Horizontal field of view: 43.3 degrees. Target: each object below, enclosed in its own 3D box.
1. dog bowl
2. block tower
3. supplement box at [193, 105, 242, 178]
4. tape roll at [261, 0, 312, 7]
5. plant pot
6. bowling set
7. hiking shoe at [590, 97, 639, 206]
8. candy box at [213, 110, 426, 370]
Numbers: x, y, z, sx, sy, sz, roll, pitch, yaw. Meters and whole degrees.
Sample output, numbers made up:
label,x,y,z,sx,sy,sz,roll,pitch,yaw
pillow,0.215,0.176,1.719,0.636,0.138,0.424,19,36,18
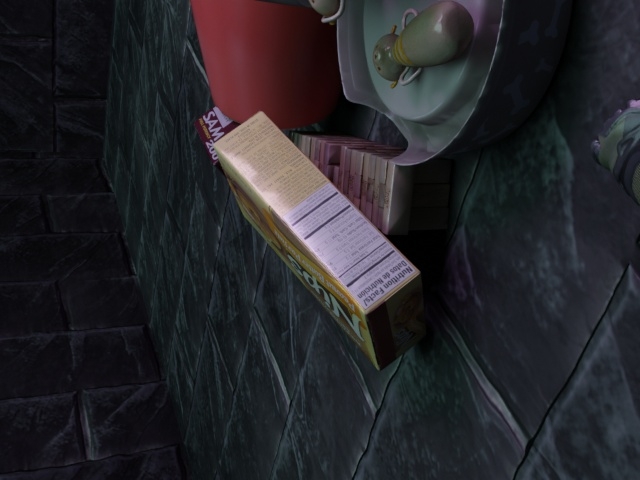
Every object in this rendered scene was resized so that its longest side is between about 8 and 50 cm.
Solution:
label,x,y,z,sx,sy,sz,roll,pitch,yaw
dog bowl,0.135,-0.255,0.877,0.348,0.102,0.349,177,90,-67
block tower,0.057,-0.087,1.089,0.335,0.097,0.091,-148,58,-64
supplement box,-0.092,-0.099,1.274,0.239,0.073,0.130,50,-174,-43
tape roll,-0.027,-0.363,0.855,0.072,0.219,0.219,15,112,21
plant pot,-0.064,-0.311,1.157,0.275,0.274,0.243,-121,27,-47
bowling set,0.027,-0.300,0.764,0.154,0.199,0.287,179,93,-67
hiking shoe,0.297,-0.092,0.576,0.114,0.086,0.227,61,154,20
candy box,0.000,0.000,1.028,0.316,0.087,0.183,47,168,28
